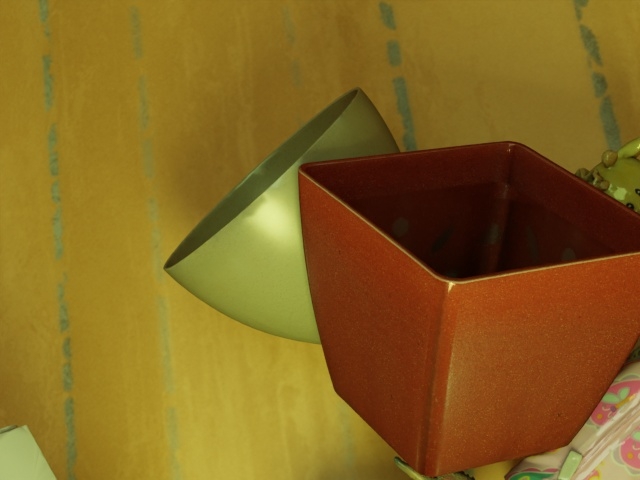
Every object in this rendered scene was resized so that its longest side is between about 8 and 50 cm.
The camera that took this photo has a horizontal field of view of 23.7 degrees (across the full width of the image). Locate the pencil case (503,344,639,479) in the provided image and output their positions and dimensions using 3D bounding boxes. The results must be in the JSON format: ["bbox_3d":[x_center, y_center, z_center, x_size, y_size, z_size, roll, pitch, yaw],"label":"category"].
[{"bbox_3d":[0.311,0.195,1.533,0.284,0.124,0.124,-42,64,-6],"label":"pencil case"}]

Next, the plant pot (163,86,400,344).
[{"bbox_3d":[0.000,0.000,1.638,0.284,0.284,0.191,-45,99,-7],"label":"plant pot"}]

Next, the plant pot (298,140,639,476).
[{"bbox_3d":[0.142,0.070,1.467,0.267,0.236,0.267,-9,29,-29],"label":"plant pot"}]

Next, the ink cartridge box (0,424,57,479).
[{"bbox_3d":[-0.306,0.420,1.453,0.166,0.285,0.395,-17,68,-43],"label":"ink cartridge box"}]

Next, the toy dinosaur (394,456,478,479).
[{"bbox_3d":[0.062,0.298,1.507,0.295,0.200,0.127,-21,64,5],"label":"toy dinosaur"}]

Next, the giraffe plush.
[{"bbox_3d":[0.327,-0.029,1.595,0.210,0.170,0.181,9,70,17],"label":"giraffe plush"}]
